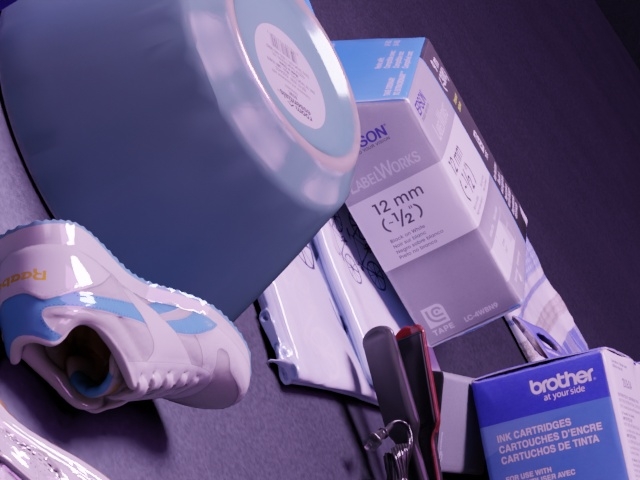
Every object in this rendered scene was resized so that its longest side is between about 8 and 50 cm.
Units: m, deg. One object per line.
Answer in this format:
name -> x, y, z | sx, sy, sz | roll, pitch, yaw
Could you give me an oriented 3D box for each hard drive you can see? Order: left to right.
hard drive -> 0.130, 0.178, 1.783 | 0.135, 0.022, 0.094 | 18, 76, -64

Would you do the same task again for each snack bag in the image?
snack bag -> 0.000, 0.000, 1.710 | 0.342, 0.037, 0.323 | 23, 45, -62

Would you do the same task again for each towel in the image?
towel -> 0.257, 0.063, 2.305 | 0.285, 0.034, 0.209 | 62, 20, -6

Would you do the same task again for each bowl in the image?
bowl -> -0.084, -0.101, 1.401 | 0.311, 0.163, 0.311 | 46, 28, -33

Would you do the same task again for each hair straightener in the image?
hair straightener -> 0.065, 0.186, 1.600 | 0.089, 0.047, 0.230 | 4, 75, -41

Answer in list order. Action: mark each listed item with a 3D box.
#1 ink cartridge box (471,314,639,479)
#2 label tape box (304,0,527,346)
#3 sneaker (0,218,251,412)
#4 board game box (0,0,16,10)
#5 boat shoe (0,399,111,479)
ink cartridge box -> 0.281, 0.263, 1.837 | 0.270, 0.151, 0.395 | 24, 55, -63
label tape box -> 0.082, -0.101, 1.838 | 0.347, 0.115, 0.249 | 62, 16, -14
sneaker -> -0.130, 0.074, 1.216 | 0.229, 0.087, 0.092 | 33, 42, -44
board game box -> -0.158, -0.330, 1.246 | 0.078, 0.347, 0.233 | 14, 52, -65
boat shoe -> -0.180, 0.146, 0.967 | 0.277, 0.098, 0.096 | 47, 24, -18
